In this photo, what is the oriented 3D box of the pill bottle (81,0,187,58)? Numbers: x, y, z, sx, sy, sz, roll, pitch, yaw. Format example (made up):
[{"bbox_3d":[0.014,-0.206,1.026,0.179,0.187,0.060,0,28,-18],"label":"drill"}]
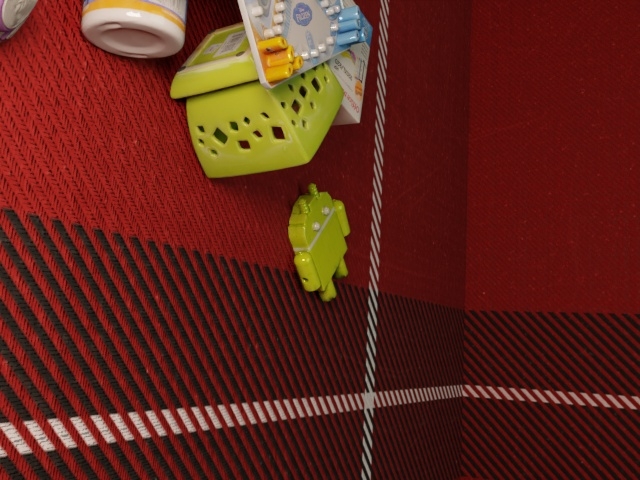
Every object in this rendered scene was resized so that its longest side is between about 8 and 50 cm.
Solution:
[{"bbox_3d":[-0.270,-0.427,1.139,0.152,0.152,0.271,19,71,-62],"label":"pill bottle"}]

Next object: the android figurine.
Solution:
[{"bbox_3d":[0.000,0.000,1.762,0.248,0.056,0.272,-57,139,-47],"label":"android figurine"}]

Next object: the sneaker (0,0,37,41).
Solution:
[{"bbox_3d":[-0.404,-0.350,0.859,0.114,0.152,0.305,-57,176,-25],"label":"sneaker"}]

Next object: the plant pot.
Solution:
[{"bbox_3d":[-0.118,-0.268,1.361,0.207,0.227,0.228,62,36,-33],"label":"plant pot"}]

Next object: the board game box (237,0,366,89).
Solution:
[{"bbox_3d":[-0.043,-0.482,1.251,0.390,0.050,0.389,-46,126,-57],"label":"board game box"}]

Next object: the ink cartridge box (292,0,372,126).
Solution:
[{"bbox_3d":[-0.009,-0.375,1.583,0.171,0.168,0.232,34,60,-59],"label":"ink cartridge box"}]
